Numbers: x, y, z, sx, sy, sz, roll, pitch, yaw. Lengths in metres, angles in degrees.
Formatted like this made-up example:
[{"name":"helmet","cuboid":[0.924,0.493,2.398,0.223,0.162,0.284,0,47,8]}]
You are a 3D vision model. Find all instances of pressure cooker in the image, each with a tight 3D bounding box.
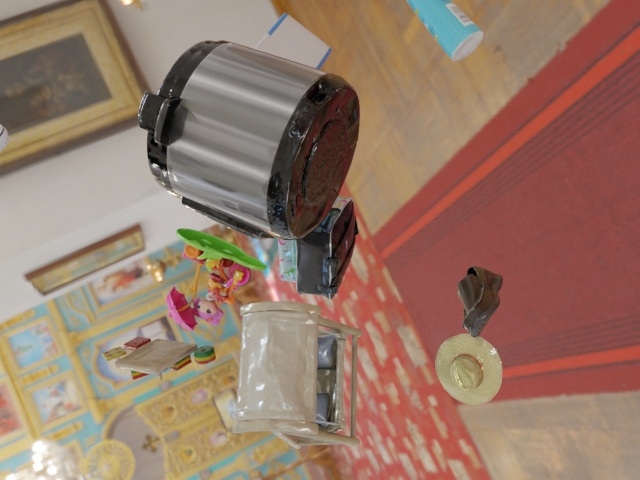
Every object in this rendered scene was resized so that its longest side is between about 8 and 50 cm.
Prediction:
[{"name":"pressure cooker","cuboid":[-0.165,-0.228,1.686,0.420,0.376,0.370,22,150,17]}]

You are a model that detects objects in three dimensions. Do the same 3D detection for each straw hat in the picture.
[{"name":"straw hat","cuboid":[0.283,0.259,1.538,0.145,0.144,0.061,65,-155,4]}]

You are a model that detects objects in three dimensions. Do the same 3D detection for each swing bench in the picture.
[{"name":"swing bench","cuboid":[-0.042,0.276,1.600,0.254,0.165,0.253,37,-131,-54]}]

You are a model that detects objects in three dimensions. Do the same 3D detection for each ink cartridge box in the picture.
[{"name":"ink cartridge box","cuboid":[-0.169,-0.354,2.067,0.166,0.285,0.395,36,130,-9]}]

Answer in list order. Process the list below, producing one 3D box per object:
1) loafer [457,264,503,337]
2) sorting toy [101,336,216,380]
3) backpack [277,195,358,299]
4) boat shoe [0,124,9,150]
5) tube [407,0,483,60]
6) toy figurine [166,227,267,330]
[{"name":"loafer","cuboid":[0.289,0.111,1.492,0.078,0.080,0.220,31,-157,5]},{"name":"sorting toy","cuboid":[-0.367,0.270,1.751,0.274,0.132,0.046,2,109,36]},{"name":"backpack","cuboid":[0.000,0.000,2.031,0.191,0.254,0.225,14,131,17]},{"name":"boat shoe","cuboid":[-0.903,-0.220,1.787,0.135,0.367,0.157,34,143,47]},{"name":"tube","cuboid":[0.134,-0.331,1.055,0.207,0.052,0.080,54,-168,17]},{"name":"toy figurine","cuboid":[-0.197,0.084,1.373,0.173,0.159,0.130,23,-171,13]}]
